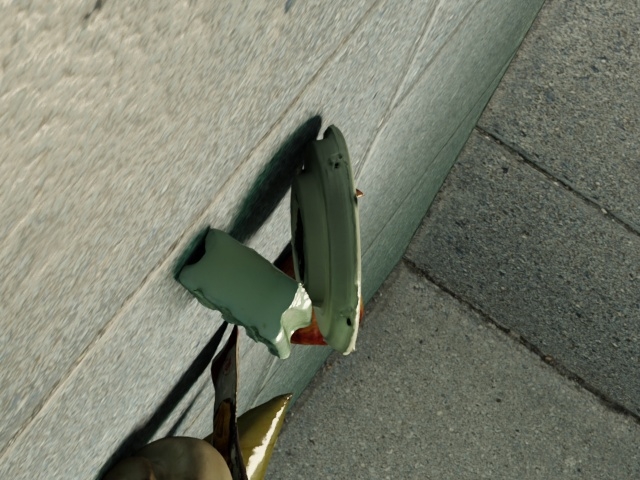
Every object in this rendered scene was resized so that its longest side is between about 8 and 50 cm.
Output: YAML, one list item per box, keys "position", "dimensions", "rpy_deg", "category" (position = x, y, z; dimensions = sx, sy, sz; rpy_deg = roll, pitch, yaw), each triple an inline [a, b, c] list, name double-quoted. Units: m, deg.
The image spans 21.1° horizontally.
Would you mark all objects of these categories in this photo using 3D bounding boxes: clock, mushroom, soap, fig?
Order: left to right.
- position: [-0.183, 0.287, 1.974]
  dimensions: [0.188, 0.141, 0.117]
  rpy_deg: [-31, -148, 23]
  category: "mushroom"
- position: [-0.067, 0.054, 1.642]
  dimensions: [0.063, 0.114, 0.198]
  rpy_deg: [-55, 176, -6]
  category: "soap"
- position: [-0.001, 0.033, 2.170]
  dimensions: [0.146, 0.133, 0.201]
  rpy_deg: [-128, -133, -67]
  category: "fig"
- position: [0.000, 0.000, 1.755]
  dimensions: [0.236, 0.053, 0.237]
  rpy_deg: [178, -90, -82]
  category: "clock"

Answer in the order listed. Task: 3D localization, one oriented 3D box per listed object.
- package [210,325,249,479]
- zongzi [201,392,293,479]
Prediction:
- position: [-0.113, 0.222, 2.070]
  dimensions: [0.154, 0.030, 0.239]
  rpy_deg: [121, -26, -55]
  category: "package"
- position: [-0.179, 0.364, 2.183]
  dimensions: [0.360, 0.160, 0.323]
  rpy_deg: [-53, 175, 22]
  category: "zongzi"
